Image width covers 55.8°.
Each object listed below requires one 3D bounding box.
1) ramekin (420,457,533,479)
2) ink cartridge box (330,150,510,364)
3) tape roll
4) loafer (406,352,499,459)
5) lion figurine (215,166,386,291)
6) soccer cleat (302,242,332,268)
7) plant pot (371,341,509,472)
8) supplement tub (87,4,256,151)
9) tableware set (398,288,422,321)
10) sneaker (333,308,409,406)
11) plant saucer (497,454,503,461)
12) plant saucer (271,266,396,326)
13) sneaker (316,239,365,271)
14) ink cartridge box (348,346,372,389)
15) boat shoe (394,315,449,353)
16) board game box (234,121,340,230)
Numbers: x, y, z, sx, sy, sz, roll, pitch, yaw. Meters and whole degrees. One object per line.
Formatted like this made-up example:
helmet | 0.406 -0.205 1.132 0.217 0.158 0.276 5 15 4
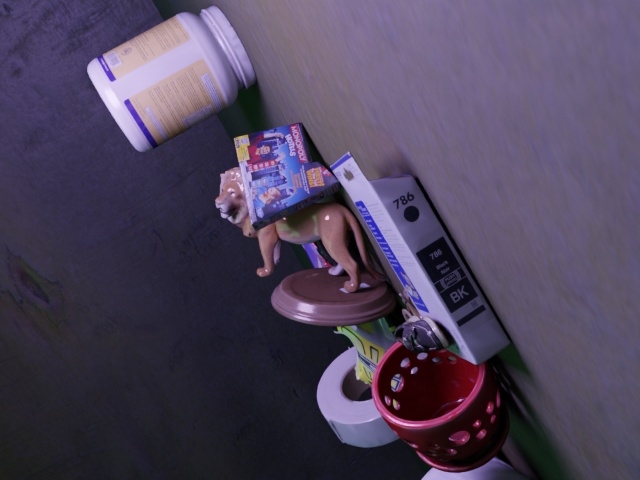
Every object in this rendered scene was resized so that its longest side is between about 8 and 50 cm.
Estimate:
ramekin | 0.306 0.539 1.097 0.277 0.277 0.135 58 165 6
ink cartridge box | 0.134 0.011 0.865 0.333 0.065 0.165 58 174 -5
tape roll | 0.136 0.393 1.575 0.100 0.286 0.286 62 172 -29
loafer | 0.269 0.388 1.265 0.319 0.112 0.111 63 163 12
lion figurine | -0.042 -0.034 1.338 0.142 0.392 0.240 -46 -41 -66
soccer cleat | 0.034 0.065 1.655 0.318 0.108 0.116 61 169 3
plant pot | 0.199 0.264 0.978 0.174 0.191 0.191 60 174 -33
supplement tub | -0.346 -0.386 1.436 0.241 0.331 0.241 58 173 12
tableware set | 0.188 0.154 1.193 0.128 0.039 0.194 56 173 18
sneaker | 0.170 0.309 1.412 0.385 0.147 0.145 62 -166 12
plant saucer | 0.390 0.509 1.336 0.168 0.029 0.168 56 173 11
plant saucer | 0.029 0.114 1.333 0.278 0.278 0.041 -137 45 -66
sneaker | 0.023 -0.004 1.484 0.130 0.087 0.227 41 167 49
ink cartridge box | 0.229 0.437 1.782 0.207 0.119 0.353 62 171 -30
boat shoe | 0.147 0.145 0.894 0.056 0.049 0.152 58 173 3
board game box | -0.064 -0.138 1.257 0.060 0.194 0.194 76 -178 -77
